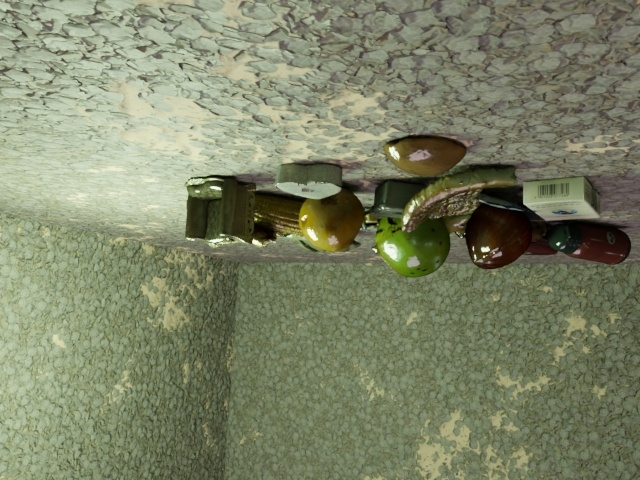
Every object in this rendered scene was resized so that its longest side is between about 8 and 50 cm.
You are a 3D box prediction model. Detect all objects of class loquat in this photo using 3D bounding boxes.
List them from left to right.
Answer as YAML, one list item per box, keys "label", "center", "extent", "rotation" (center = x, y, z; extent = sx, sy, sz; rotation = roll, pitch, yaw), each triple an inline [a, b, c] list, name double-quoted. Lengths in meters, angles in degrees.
- label: "loquat"
  center: [0.035, -0.071, 1.829]
  extent: [0.212, 0.213, 0.213]
  rotation: [3, 172, 0]

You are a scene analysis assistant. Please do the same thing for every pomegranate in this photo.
- label: "pomegranate"
  center: [0.335, -0.027, 1.916]
  extent: [0.340, 0.261, 0.260]
  rotation: [-33, 162, 13]

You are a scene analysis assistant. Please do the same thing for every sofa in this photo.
- label: "sofa"
  center: [-0.340, -0.087, 1.849]
  extent: [0.181, 0.200, 0.258]
  rotation: [7, 173, -42]
- label: "sofa"
  center: [0.723, -0.099, 1.915]
  extent: [0.147, 0.060, 0.085]
  rotation: [-1, -172, 27]

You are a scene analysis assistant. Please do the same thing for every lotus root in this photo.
- label: "lotus root"
  center: [0.623, -0.062, 2.053]
  extent: [0.329, 0.078, 0.167]
  rotation: [3, -154, 27]

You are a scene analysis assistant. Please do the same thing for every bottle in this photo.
- label: "bottle"
  center: [1.017, 0.002, 2.214]
  extent: [0.335, 0.144, 0.144]
  rotation: [10, 170, -25]

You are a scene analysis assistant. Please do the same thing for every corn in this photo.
- label: "corn"
  center: [-0.101, -0.085, 2.035]
  extent: [0.344, 0.131, 0.131]
  rotation: [8, 171, -26]

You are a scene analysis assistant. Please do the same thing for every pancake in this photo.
- label: "pancake"
  center: [-0.203, -0.027, 2.062]
  extent: [0.244, 0.057, 0.266]
  rotation: [8, -162, -48]
- label: "pancake"
  center: [0.369, -0.107, 1.599]
  extent: [0.197, 0.054, 0.376]
  rotation: [17, 148, -36]

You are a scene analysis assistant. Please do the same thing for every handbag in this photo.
- label: "handbag"
  center: [-0.005, -0.001, 2.666]
  extent: [0.315, 0.109, 0.253]
  rotation: [5, 170, 28]

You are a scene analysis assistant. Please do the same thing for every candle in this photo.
- label: "candle"
  center: [-0.024, -0.164, 1.634]
  extent: [0.192, 0.068, 0.168]
  rotation: [3, 169, 12]

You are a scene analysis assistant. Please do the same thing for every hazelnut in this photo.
- label: "hazelnut"
  center: [0.566, -0.003, 1.880]
  extent: [0.229, 0.230, 0.229]
  rotation: [3, 172, 0]

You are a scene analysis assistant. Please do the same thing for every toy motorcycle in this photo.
- label: "toy motorcycle"
  center: [0.207, -0.077, 2.102]
  extent: [0.129, 0.094, 0.229]
  rotation: [15, 156, -39]

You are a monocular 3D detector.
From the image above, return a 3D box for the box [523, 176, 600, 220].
- label: "box"
  center: [0.707, -0.118, 1.689]
  extent: [0.164, 0.069, 0.256]
  rotation: [-2, 170, 34]

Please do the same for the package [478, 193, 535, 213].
- label: "package"
  center: [0.534, -0.115, 1.753]
  extent: [0.171, 0.027, 0.173]
  rotation: [11, -166, -20]

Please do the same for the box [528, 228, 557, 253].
- label: "box"
  center: [0.764, -0.007, 2.292]
  extent: [0.403, 0.108, 0.263]
  rotation: [9, 175, -39]

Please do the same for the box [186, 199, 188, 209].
- label: "box"
  center: [-0.340, -0.110, 2.217]
  extent: [0.180, 0.047, 0.324]
  rotation: [-1, 171, 26]

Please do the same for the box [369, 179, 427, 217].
- label: "box"
  center: [0.243, -0.123, 1.744]
  extent: [0.172, 0.093, 0.124]
  rotation: [5, 171, -19]

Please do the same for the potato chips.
- label: "potato chips"
  center: [0.248, -0.190, 1.380]
  extent: [0.195, 0.062, 0.208]
  rotation: [0, 170, 10]
